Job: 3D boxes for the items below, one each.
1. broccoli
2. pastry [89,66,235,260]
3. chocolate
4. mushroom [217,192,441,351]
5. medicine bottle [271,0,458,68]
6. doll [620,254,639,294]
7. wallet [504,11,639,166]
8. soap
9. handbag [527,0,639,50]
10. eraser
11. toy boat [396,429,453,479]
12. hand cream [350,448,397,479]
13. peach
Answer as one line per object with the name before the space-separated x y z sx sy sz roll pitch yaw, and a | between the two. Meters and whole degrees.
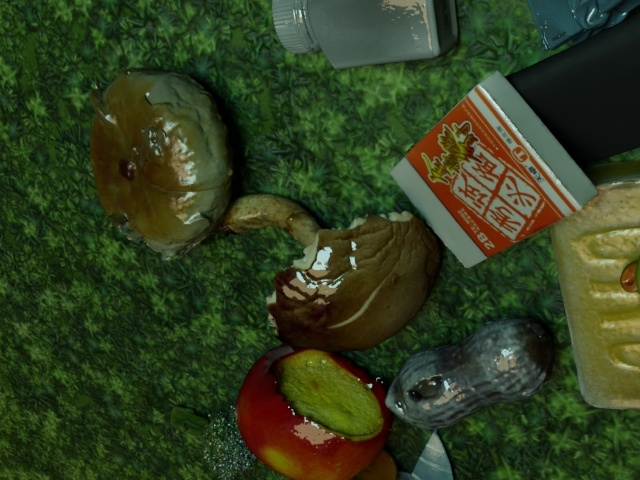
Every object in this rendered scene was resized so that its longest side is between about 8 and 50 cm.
broccoli | -0.187 0.325 1.240 0.204 0.118 0.122 6 139 41
pastry | -0.224 -0.110 0.996 0.257 0.121 0.235 48 130 21
chocolate | 0.192 0.174 0.945 0.248 0.110 0.110 -28 98 35
mushroom | -0.002 0.006 0.931 0.233 0.208 0.301 -44 82 9
medicine bottle | 0.047 -0.262 0.812 0.189 0.088 0.132 1 114 29
doll | 0.357 0.010 0.668 0.143 0.135 0.220 39 135 42
wallet | 0.273 -0.137 0.706 0.149 0.044 0.250 31 158 -20
soap | 0.356 0.049 0.799 0.174 0.089 0.274 -7 109 31
handbag | 0.261 -0.278 0.616 0.229 0.062 0.179 -34 69 63
eraser | 0.176 -0.065 0.804 0.157 0.038 0.230 51 156 2
toy boat | 0.168 0.340 1.085 0.096 0.034 0.122 25 122 10
hand cream | 0.039 0.452 1.182 0.140 0.089 0.314 34 130 12
peach | -0.006 0.242 1.039 0.226 0.196 0.190 -11 150 41
